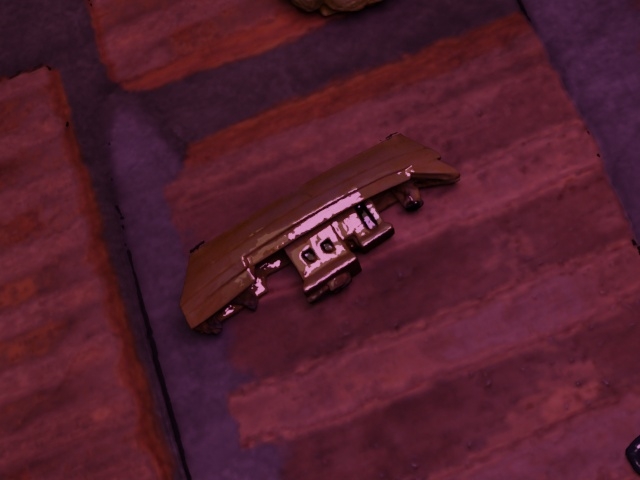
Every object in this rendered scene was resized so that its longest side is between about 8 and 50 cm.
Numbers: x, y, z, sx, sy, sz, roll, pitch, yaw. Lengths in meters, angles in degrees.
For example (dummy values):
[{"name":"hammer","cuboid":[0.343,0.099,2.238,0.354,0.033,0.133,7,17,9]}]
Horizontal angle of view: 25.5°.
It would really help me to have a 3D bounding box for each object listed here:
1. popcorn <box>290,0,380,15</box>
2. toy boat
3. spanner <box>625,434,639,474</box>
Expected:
[{"name":"popcorn","cuboid":[0.011,-0.219,1.010,0.121,0.106,0.116,25,85,22]},{"name":"toy boat","cuboid":[0.000,0.000,0.943,0.206,0.064,0.072,-30,78,0]},{"name":"spanner","cuboid":[0.270,0.073,0.871,0.208,0.012,0.046,-39,63,-4]}]
